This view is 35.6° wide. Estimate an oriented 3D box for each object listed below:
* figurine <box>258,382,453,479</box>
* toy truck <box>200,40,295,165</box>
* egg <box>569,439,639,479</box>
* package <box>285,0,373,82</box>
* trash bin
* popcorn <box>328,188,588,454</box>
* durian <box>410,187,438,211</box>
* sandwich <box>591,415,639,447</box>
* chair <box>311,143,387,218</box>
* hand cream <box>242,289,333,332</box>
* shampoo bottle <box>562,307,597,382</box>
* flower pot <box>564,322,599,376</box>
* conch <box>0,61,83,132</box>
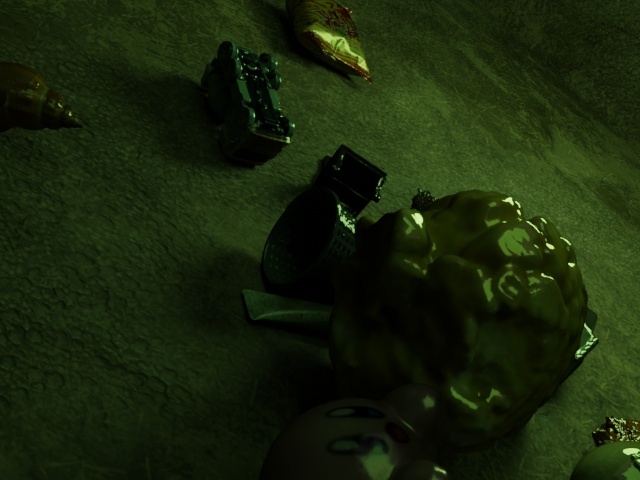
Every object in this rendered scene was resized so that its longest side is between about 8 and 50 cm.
[{"bbox_3d":[0.033,0.304,1.134,0.211,0.261,0.269,4,35,-1],"label":"figurine"},{"bbox_3d":[-0.145,-0.251,1.820,0.108,0.140,0.256,11,50,-38],"label":"toy truck"},{"bbox_3d":[0.465,0.383,1.515,0.201,0.164,0.164,7,40,-35],"label":"egg"},{"bbox_3d":[0.013,-0.499,2.374,0.223,0.108,0.288,24,38,-32],"label":"package"},{"bbox_3d":[0.020,0.031,1.562,0.161,0.175,0.175,34,26,-32],"label":"trash bin"},{"bbox_3d":[0.183,0.114,1.351,0.390,0.354,0.344,65,15,-72],"label":"popcorn"},{"bbox_3d":[0.212,-0.063,1.971,0.080,0.080,0.091,-3,68,-49],"label":"durian"},{"bbox_3d":[0.537,0.362,1.690,0.160,0.109,0.185,23,27,18],"label":"sandwich"},{"bbox_3d":[0.055,-0.122,1.865,0.106,0.113,0.229,33,32,-9],"label":"chair"},{"bbox_3d":[-0.024,0.111,1.504,0.194,0.042,0.067,14,37,-28],"label":"hand cream"},{"bbox_3d":[0.452,0.189,1.860,0.079,0.080,0.246,39,29,6],"label":"shampoo bottle"},{"bbox_3d":[0.302,0.168,1.617,0.239,0.189,0.209,31,29,-11],"label":"flower pot"},{"bbox_3d":[-0.496,-0.214,1.429,0.330,0.109,0.093,17,-11,6],"label":"conch"}]
